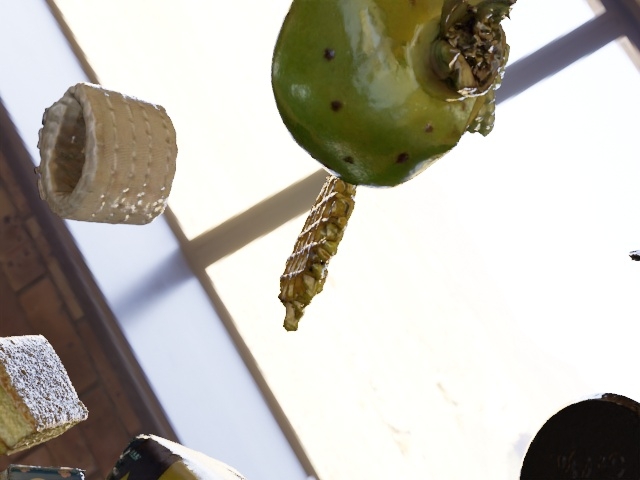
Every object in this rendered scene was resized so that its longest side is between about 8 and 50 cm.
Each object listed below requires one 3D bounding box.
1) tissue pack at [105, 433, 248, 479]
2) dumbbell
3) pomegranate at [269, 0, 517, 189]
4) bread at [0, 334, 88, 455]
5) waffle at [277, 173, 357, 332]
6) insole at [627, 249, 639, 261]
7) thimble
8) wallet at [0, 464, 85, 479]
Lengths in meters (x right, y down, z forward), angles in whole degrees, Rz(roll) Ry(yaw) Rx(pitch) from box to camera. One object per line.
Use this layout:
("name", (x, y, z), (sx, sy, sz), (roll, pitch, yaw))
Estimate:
("tissue pack", (-0.174, 0.510, 1.366), (0.264, 0.253, 0.416), (38, -13, -36))
("dumbbell", (0.397, 0.314, 0.970), (0.322, 0.204, 0.204), (27, 21, -30))
("pomegranate", (0.084, -0.186, 0.880), (0.260, 0.260, 0.340), (57, -17, -9))
("bread", (-0.508, 0.254, 1.431), (0.184, 0.110, 0.234), (55, 2, 9))
("waffle", (-0.002, -0.001, 1.281), (0.052, 0.254, 0.245), (23, 35, -8))
("insole", (0.585, 0.002, 1.179), (0.110, 0.309, 0.012), (-26, 108, -70))
("thimble", (-0.186, -0.072, 0.749), (0.090, 0.102, 0.115), (6, 65, -43))
("wallet", (-0.363, 0.398, 1.158), (0.141, 0.059, 0.202), (20, 26, -42))
